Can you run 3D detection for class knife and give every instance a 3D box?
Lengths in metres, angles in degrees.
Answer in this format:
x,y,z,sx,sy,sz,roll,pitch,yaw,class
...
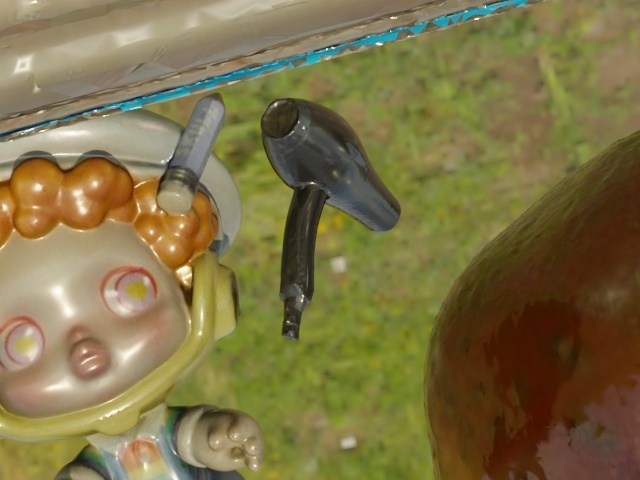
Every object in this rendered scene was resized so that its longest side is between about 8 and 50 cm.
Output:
x,y,z,sx,sy,sz,roll,pitch,yaw,class
-0.038,-0.046,0.392,0.365,0.043,0.089,-18,165,-8,knife

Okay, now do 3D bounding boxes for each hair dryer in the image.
x,y,z,sx,sy,sz,roll,pitch,yaw,class
0.000,0.000,0.656,0.031,0.083,0.079,-3,153,30,hair dryer

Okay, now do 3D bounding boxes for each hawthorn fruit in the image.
x,y,z,sx,sy,sz,roll,pitch,yaw,class
0.264,0.099,1.263,0.403,0.402,0.403,-9,159,-4,hawthorn fruit

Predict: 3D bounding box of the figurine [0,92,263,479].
x,y,z,sx,sy,sz,roll,pitch,yaw,class
-0.140,0.101,1.223,0.225,0.381,0.205,-10,180,2,figurine
